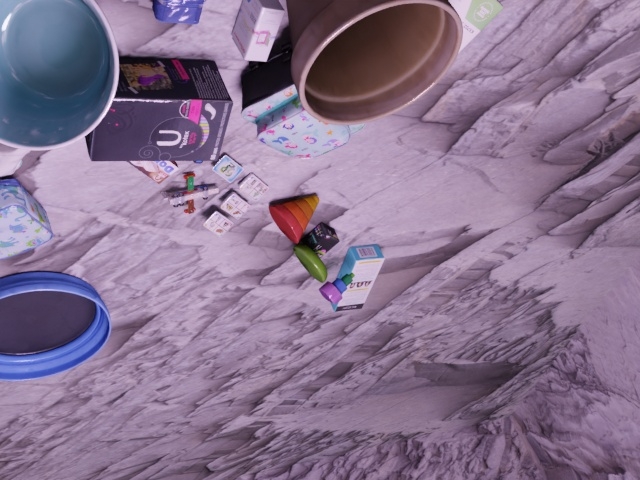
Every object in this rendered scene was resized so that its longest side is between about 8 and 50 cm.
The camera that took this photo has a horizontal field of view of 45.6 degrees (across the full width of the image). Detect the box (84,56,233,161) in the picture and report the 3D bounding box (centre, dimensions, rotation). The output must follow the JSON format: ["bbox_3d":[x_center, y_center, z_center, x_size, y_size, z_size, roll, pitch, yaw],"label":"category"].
[{"bbox_3d":[-0.337,-0.265,1.551,0.270,0.143,0.165,-4,138,-25],"label":"box"}]

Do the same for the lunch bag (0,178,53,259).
[{"bbox_3d":[-0.694,-0.040,1.637,0.176,0.090,0.219,-23,161,-4],"label":"lunch bag"}]

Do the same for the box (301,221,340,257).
[{"bbox_3d":[0.000,0.000,2.140,0.083,0.052,0.062,-41,140,20],"label":"box"}]

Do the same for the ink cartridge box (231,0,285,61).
[{"bbox_3d":[-0.126,-0.431,1.512,0.052,0.088,0.122,-2,138,-32],"label":"ink cartridge box"}]

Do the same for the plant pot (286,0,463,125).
[{"bbox_3d":[0.064,-0.428,1.437,0.323,0.280,0.323,-19,156,-9],"label":"plant pot"}]

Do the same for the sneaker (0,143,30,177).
[{"bbox_3d":[-0.637,-0.178,1.561,0.212,0.080,0.094,-27,156,14],"label":"sneaker"}]

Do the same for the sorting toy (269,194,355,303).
[{"bbox_3d":[-0.001,0.013,2.067,0.126,0.127,0.365,-40,124,-14],"label":"sorting toy"}]

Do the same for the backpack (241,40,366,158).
[{"bbox_3d":[-0.022,-0.290,1.660,0.225,0.191,0.253,-20,158,32],"label":"backpack"}]

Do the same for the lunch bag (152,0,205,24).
[{"bbox_3d":[-0.263,-0.452,1.428,0.098,0.067,0.065,-5,140,-26],"label":"lunch bag"}]

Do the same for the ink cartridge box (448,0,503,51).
[{"bbox_3d":[0.191,-0.445,1.646,0.207,0.119,0.353,19,126,-44],"label":"ink cartridge box"}]

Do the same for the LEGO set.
[{"bbox_3d":[-0.264,-0.129,1.861,0.182,0.060,0.244,-45,141,7],"label":"LEGO set"}]

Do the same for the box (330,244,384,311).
[{"bbox_3d":[0.108,0.118,2.338,0.101,0.060,0.244,-5,139,-24],"label":"box"}]

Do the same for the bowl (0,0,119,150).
[{"bbox_3d":[-0.483,-0.328,1.320,0.312,0.163,0.311,1,112,2],"label":"bowl"}]

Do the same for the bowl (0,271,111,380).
[{"bbox_3d":[-0.747,0.224,1.976,0.391,0.077,0.391,-15,143,-12],"label":"bowl"}]

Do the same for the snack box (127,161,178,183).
[{"bbox_3d":[-0.400,-0.192,1.707,0.064,0.022,0.178,-36,142,12],"label":"snack box"}]
